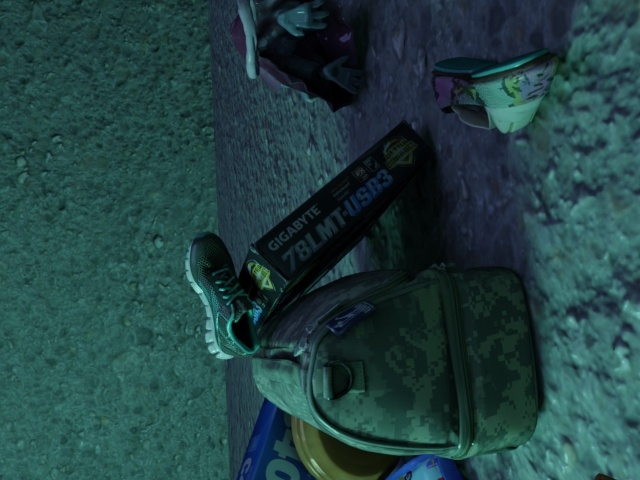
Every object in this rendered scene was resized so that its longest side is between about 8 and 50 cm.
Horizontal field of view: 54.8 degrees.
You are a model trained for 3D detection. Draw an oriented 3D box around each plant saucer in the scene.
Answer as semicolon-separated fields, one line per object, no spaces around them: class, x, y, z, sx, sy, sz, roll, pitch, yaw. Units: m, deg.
plant saucer;0.053;0.257;0.891;0.037;0.200;0.200;-25;68;54

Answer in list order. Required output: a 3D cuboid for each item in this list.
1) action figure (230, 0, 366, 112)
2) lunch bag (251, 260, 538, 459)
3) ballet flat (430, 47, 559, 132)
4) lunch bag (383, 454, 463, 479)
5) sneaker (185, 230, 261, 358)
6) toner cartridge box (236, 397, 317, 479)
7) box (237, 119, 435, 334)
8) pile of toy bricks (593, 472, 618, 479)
action figure;-0.085;-0.345;1.122;0.370;0.276;0.248;36;134;50
lunch bag;0.065;0.141;0.726;0.305;0.256;0.212;155;111;-70
ballet flat;0.180;-0.154;0.644;0.221;0.077;0.079;-136;27;-71
lunch bag;0.132;0.429;0.811;0.293;0.138;0.221;118;148;-41
sneaker;-0.110;0.068;0.748;0.076;0.065;0.166;3;113;49
toner cartridge box;-0.018;0.312;0.915;0.075;0.165;0.348;-41;24;50
box;0.000;0.000;0.884;0.073;0.295;0.293;44;153;7
pile of toy bricks;0.260;0.169;0.417;0.212;0.118;0.105;102;-169;-61
